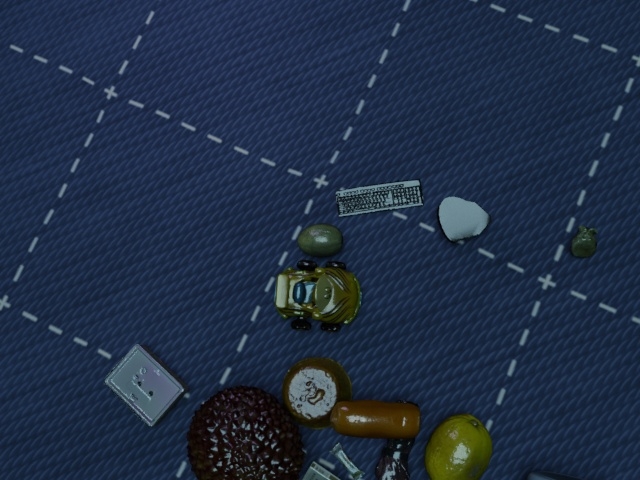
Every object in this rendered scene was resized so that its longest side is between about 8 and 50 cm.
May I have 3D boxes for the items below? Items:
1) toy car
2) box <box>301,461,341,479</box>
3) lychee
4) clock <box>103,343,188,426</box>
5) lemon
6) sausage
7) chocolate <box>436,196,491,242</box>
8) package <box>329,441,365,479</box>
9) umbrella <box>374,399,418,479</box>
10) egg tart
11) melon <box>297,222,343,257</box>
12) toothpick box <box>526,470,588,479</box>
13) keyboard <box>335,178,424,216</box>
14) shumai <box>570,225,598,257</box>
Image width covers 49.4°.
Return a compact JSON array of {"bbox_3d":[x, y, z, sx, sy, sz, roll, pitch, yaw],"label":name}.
[{"bbox_3d":[-0.011,0.149,1.915,0.247,0.142,0.201,1,81,7],"label":"toy car"},{"bbox_3d":[0.040,0.677,1.842,0.198,0.029,0.109,32,125,10],"label":"box"},{"bbox_3d":[-0.197,0.530,1.788,0.306,0.330,0.306,-2,99,-15],"label":"lychee"},{"bbox_3d":[-0.483,0.402,1.943,0.192,0.071,0.147,40,85,10],"label":"clock"},{"bbox_3d":[0.353,0.552,1.801,0.170,0.170,0.207,31,90,9],"label":"lemon"},{"bbox_3d":[0.143,0.457,1.777,0.238,0.098,0.098,5,80,-5],"label":"sausage"},{"bbox_3d":[0.393,-0.052,1.955,0.148,0.080,0.125,15,93,0],"label":"chocolate"},{"bbox_3d":[0.073,0.602,1.891,0.037,0.015,0.110,-43,78,2],"label":"package"},{"bbox_3d":[0.196,0.586,1.846,0.094,0.090,0.326,15,81,3],"label":"umbrella"},{"bbox_3d":[-0.014,0.412,1.866,0.202,0.147,0.203,0,82,3],"label":"egg tart"},{"bbox_3d":[0.000,0.000,1.965,0.130,0.098,0.098,-1,80,3],"label":"melon"},{"bbox_3d":[0.612,0.772,1.700,0.262,0.263,0.355,11,82,7],"label":"toothpick box"},{"bbox_3d":[0.170,-0.126,2.015,0.250,0.017,0.087,-7,81,4],"label":"keyboard"},{"bbox_3d":[0.727,-0.004,1.933,0.083,0.082,0.080,20,42,-21],"label":"shumai"}]
